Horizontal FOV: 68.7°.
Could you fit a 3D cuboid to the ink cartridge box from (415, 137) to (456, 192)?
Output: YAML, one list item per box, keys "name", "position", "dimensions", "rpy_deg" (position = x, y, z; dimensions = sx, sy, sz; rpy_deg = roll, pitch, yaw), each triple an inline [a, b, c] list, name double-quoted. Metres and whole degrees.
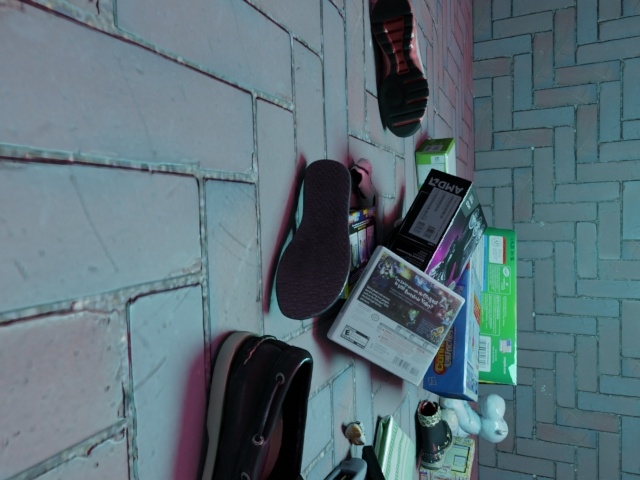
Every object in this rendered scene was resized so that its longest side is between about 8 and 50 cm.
- name: "ink cartridge box"
  position: [0.379, -0.184, 1.511]
  dimensions: [0.189, 0.097, 0.255]
  rpy_deg: [-48, 134, -57]

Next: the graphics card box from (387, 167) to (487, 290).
- name: "graphics card box"
  position: [0.195, 0.072, 0.925]
  dimensions: [0.370, 0.094, 0.233]
  rpy_deg: [-61, 148, -6]

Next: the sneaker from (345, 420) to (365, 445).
- name: "sneaker"
  position: [0.066, 0.358, 0.890]
  dimensions: [0.083, 0.032, 0.036]
  rpy_deg: [72, 17, -46]

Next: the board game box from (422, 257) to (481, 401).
- name: "board game box"
  position: [0.325, 0.218, 1.124]
  dimensions: [0.308, 0.086, 0.301]
  rpy_deg: [44, 50, -59]

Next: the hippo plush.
- name: "hippo plush"
  position: [0.583, 0.685, 1.778]
  dimensions: [0.234, 0.237, 0.294]
  rpy_deg: [35, 58, -62]

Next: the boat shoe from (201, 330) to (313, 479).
- name: "boat shoe"
  position: [-0.055, 0.275, 0.511]
  dimensions: [0.127, 0.113, 0.339]
  rpy_deg: [27, 65, -64]

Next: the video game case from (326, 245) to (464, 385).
- name: "video game case"
  position: [0.130, 0.129, 0.787]
  dimensions: [0.190, 0.022, 0.173]
  rpy_deg: [32, 85, -17]

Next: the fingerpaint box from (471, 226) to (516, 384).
- name: "fingerpaint box"
  position: [0.473, 0.219, 1.476]
  dimensions: [0.371, 0.163, 0.444]
  rpy_deg: [92, 5, -73]

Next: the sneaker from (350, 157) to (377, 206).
- name: "sneaker"
  position: [0.082, -0.105, 0.926]
  dimensions: [0.044, 0.040, 0.109]
  rpy_deg: [-40, 123, -40]

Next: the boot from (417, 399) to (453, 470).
- name: "boot"
  position: [0.363, 0.579, 1.477]
  dimensions: [0.236, 0.085, 0.178]
  rpy_deg: [-24, 110, -63]

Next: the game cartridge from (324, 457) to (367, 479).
- name: "game cartridge"
  position: [0.009, 0.493, 0.731]
  dimensions: [0.297, 0.062, 0.197]
  rpy_deg: [4, 82, -66]

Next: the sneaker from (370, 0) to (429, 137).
- name: "sneaker"
  position: [0.200, -0.402, 1.090]
  dimensions: [0.136, 0.116, 0.313]
  rpy_deg: [-42, 127, -61]

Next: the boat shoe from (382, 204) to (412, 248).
- name: "boat shoe"
  position: [0.236, -0.019, 1.137]
  dimensions: [0.158, 0.127, 0.340]
  rpy_deg: [62, 40, -50]

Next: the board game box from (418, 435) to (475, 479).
- name: "board game box"
  position: [0.407, 0.698, 1.497]
  dimensions: [0.193, 0.147, 0.045]
  rpy_deg: [-31, 117, -62]

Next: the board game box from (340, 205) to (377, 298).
- name: "board game box"
  position: [0.056, 0.015, 0.843]
  dimensions: [0.170, 0.048, 0.140]
  rpy_deg: [-20, 110, -64]

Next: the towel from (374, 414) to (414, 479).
- name: "towel"
  position: [0.177, 0.573, 1.120]
  dimensions: [0.324, 0.038, 0.247]
  rpy_deg: [58, 38, -49]

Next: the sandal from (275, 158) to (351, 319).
- name: "sandal"
  position: [0.001, 0.000, 0.679]
  dimensions: [0.054, 0.097, 0.254]
  rpy_deg: [101, 2, -63]

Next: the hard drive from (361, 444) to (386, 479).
- name: "hard drive"
  position: [0.093, 0.469, 0.872]
  dimensions: [0.094, 0.022, 0.135]
  rpy_deg: [-119, -149, -70]
